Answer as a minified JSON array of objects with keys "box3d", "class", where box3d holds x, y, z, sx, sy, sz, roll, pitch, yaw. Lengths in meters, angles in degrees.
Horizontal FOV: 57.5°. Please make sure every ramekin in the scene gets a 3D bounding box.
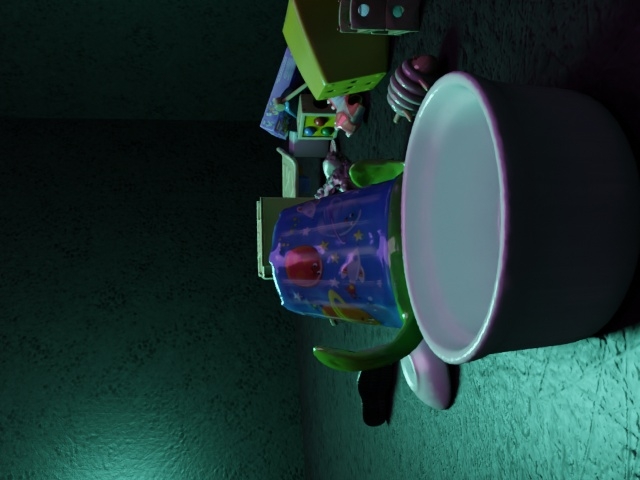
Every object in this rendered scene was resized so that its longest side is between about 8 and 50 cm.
[{"box3d":[0.181,-0.022,0.576,0.277,0.135,0.278,179,90,-81],"class":"ramekin"}]

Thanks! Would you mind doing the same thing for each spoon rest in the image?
[{"box3d":[0.165,0.144,0.978,0.137,0.084,0.277,109,145,-71],"class":"spoon rest"}]

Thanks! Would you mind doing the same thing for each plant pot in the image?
[{"box3d":[0.047,-0.432,1.300,0.212,0.212,0.187,172,85,-82],"class":"plant pot"}]

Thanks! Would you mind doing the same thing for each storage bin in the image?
[{"box3d":[-0.066,-0.008,1.869,0.123,0.262,0.261,147,122,-78],"class":"storage bin"}]

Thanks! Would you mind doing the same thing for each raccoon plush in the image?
[{"box3d":[0.057,-0.017,1.275,0.446,0.215,0.300,159,117,-82],"class":"raccoon plush"}]

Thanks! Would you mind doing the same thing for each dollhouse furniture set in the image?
[{"box3d":[0.107,-0.479,1.068,0.129,0.128,0.184,-117,27,-72],"class":"dollhouse furniture set"}]

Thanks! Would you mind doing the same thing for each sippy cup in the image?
[{"box3d":[0.056,0.022,0.852,0.305,0.223,0.240,-43,-54,-62],"class":"sippy cup"}]

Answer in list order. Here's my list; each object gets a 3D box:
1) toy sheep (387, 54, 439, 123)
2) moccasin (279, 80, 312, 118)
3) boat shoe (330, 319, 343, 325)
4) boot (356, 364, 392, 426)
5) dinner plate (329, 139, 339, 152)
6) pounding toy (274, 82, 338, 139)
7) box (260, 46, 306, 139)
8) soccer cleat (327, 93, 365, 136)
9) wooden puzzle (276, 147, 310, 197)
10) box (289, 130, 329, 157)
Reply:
[{"box3d":[0.151,-0.243,0.948,0.091,0.091,0.132,-99,30,-43],"class":"toy sheep"},{"box3d":[-0.040,-0.470,2.049,0.117,0.137,0.342,-55,-8,9],"class":"moccasin"},{"box3d":[0.054,0.073,1.553,0.113,0.103,0.303,69,-165,-69],"class":"boat shoe"},{"box3d":[0.112,0.302,1.329,0.137,0.076,0.198,-95,9,-63],"class":"boot"},{"box3d":[0.046,-0.259,1.910,0.141,0.017,0.141,180,90,-82],"class":"dinner plate"},{"box3d":[-0.042,-0.404,1.844,0.181,0.205,0.094,104,163,-59],"class":"pounding toy"},{"box3d":[-0.122,-0.525,2.108,0.201,0.057,0.294,-4,-66,-81],"class":"box"},{"box3d":[0.075,-0.367,1.549,0.095,0.083,0.248,-51,24,29],"class":"soccer cleat"},{"box3d":[-0.089,-0.153,2.105,0.322,0.080,0.348,-126,30,-73],"class":"wooden puzzle"},{"box3d":[-0.045,-0.355,2.139,0.170,0.129,0.091,-121,32,-75],"class":"box"}]
